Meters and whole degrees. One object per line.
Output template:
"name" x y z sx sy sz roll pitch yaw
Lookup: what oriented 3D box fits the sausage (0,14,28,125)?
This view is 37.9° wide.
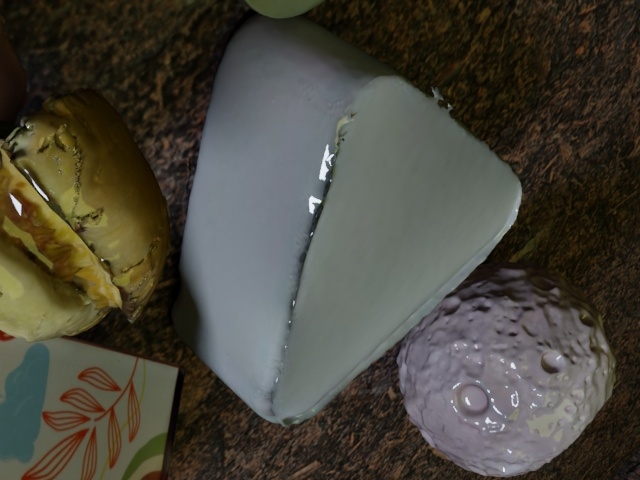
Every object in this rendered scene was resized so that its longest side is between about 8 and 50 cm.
"sausage" -0.286 -0.061 0.466 0.289 0.086 0.086 -22 136 -35

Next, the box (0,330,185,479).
"box" -0.267 0.214 0.568 0.385 0.122 0.344 30 64 -56

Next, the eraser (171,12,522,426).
"eraser" 0.000 0.000 0.807 0.331 0.150 0.331 -32 140 -31

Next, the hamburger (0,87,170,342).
"hamburger" -0.144 -0.009 0.531 0.124 0.131 0.262 -46 -172 -8

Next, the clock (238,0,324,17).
"clock" 0.006 -0.262 0.624 0.235 0.029 0.235 -48 160 -24

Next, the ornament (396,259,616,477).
"ornament" 0.213 0.143 1.111 0.259 0.225 0.259 -45 173 -6
